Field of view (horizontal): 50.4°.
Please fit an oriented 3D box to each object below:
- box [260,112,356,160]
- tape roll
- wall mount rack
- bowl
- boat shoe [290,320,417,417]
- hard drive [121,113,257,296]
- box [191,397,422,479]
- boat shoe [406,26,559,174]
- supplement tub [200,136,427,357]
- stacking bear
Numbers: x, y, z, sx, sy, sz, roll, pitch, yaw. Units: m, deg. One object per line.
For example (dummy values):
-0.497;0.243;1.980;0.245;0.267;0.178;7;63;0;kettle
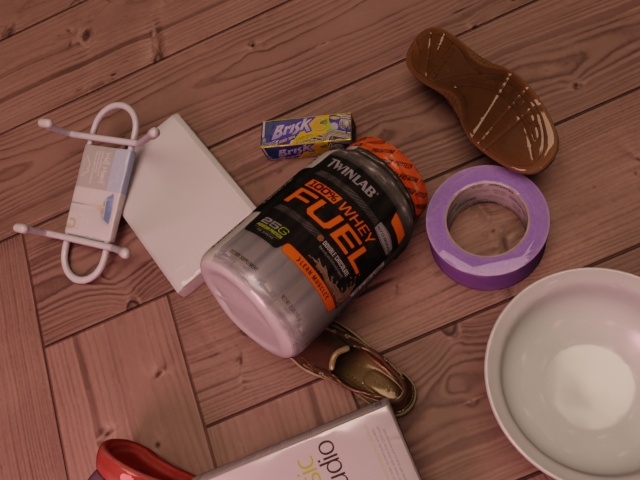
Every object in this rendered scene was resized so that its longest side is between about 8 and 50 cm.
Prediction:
-0.022;-0.188;1.241;0.169;0.054;0.059;-4;68;13;box
0.266;-0.020;1.091;0.189;0.080;0.189;-5;68;13;tape roll
-0.392;-0.091;1.206;0.304;0.130;0.350;10;86;27;wall mount rack
0.379;0.198;0.949;0.298;0.134;0.298;-4;68;11;bowl
0.034;0.179;1.061;0.257;0.095;0.095;25;77;21;boat shoe
-0.259;-0.073;1.262;0.203;0.040;0.307;-39;66;-3;hard drive
-0.004;0.394;0.969;0.322;0.058;0.232;-24;86;6;box
0.282;-0.229;1.144;0.123;0.123;0.342;-51;55;17;boat shoe
0.000;0.000;1.055;0.207;0.207;0.338;36;65;23;supplement tub
-0.321;0.466;1.010;0.175;0.164;0.289;22;80;20;stacking bear
